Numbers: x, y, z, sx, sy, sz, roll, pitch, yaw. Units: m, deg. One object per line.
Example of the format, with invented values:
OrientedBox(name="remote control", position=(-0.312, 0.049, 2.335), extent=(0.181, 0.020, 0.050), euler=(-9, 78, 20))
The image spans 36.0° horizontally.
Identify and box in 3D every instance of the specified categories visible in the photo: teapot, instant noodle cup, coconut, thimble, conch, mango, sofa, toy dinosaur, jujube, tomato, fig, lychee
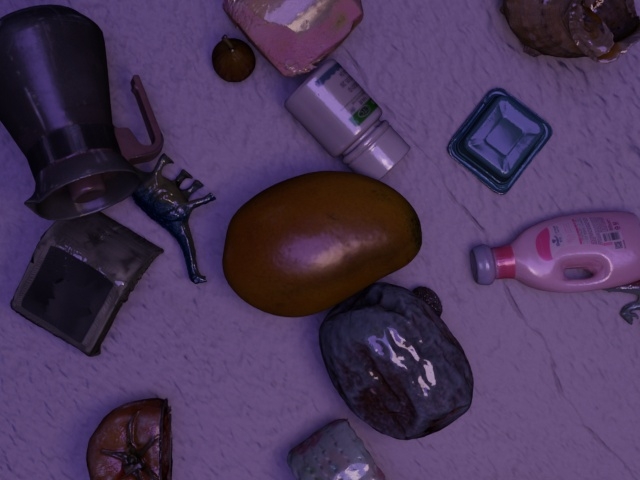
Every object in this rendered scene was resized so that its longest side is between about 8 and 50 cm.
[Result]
OrientedBox(name="teapot", position=(-0.460, -0.236, 1.821), extent=(0.300, 0.253, 0.344), euler=(-15, 76, -29))
OrientedBox(name="instant noodle cup", position=(0.360, -0.202, 1.958), extent=(0.157, 0.070, 0.179), euler=(38, 88, 1))
OrientedBox(name="coconut", position=(-0.035, -0.451, 1.882), extent=(0.245, 0.233, 0.233), euler=(-41, 90, 1))
OrientedBox(name="thimble", position=(0.035, 0.447, 1.870), extent=(0.149, 0.185, 0.211), euler=(-33, 55, -5))
OrientedBox(name="conch", position=(0.490, -0.441, 1.913), extent=(0.263, 0.186, 0.324), euler=(-11, 62, -15))
OrientedBox(name="mango", position=(0.000, 0.000, 1.847), extent=(0.378, 0.221, 0.264), euler=(-13, 70, 5))
OrientedBox(name="sofa", position=(-0.458, 0.074, 1.909), extent=(0.210, 0.176, 0.225), euler=(30, 116, -1))
OrientedBox(name="toy dinosaur", position=(0.669, 0.111, 1.966), extent=(0.242, 0.053, 0.167), euler=(30, 86, -1))
OrientedBox(name="jujube", position=(0.150, 0.233, 1.855), extent=(0.246, 0.215, 0.308), euler=(-23, 104, 33))
OrientedBox(name="toy dinosaur", position=(-0.307, -0.088, 1.921), extent=(0.147, 0.076, 0.363), euler=(-43, 91, -2))
OrientedBox(name="tomato", position=(-0.359, 0.406, 1.854), extent=(0.155, 0.181, 0.214), euler=(-2, 84, 3))
OrientedBox(name="fig", position=(-0.171, -0.359, 1.912), extent=(0.089, 0.125, 0.089), euler=(0, 83, -1))
OrientedBox(name="lychee", position=(0.206, 0.130, 1.938), extent=(0.067, 0.068, 0.083), euler=(-26, 67, 37))

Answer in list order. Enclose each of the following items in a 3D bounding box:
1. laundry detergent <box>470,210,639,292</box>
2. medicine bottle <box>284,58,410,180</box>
OrientedBox(name="laundry detergent", position=(0.466, 0.031, 1.940), extent=(0.335, 0.088, 0.159), euler=(-8, 70, -1))
OrientedBox(name="medicine bottle", position=(0.055, -0.226, 1.909), extent=(0.237, 0.139, 0.139), euler=(45, 87, -4))
